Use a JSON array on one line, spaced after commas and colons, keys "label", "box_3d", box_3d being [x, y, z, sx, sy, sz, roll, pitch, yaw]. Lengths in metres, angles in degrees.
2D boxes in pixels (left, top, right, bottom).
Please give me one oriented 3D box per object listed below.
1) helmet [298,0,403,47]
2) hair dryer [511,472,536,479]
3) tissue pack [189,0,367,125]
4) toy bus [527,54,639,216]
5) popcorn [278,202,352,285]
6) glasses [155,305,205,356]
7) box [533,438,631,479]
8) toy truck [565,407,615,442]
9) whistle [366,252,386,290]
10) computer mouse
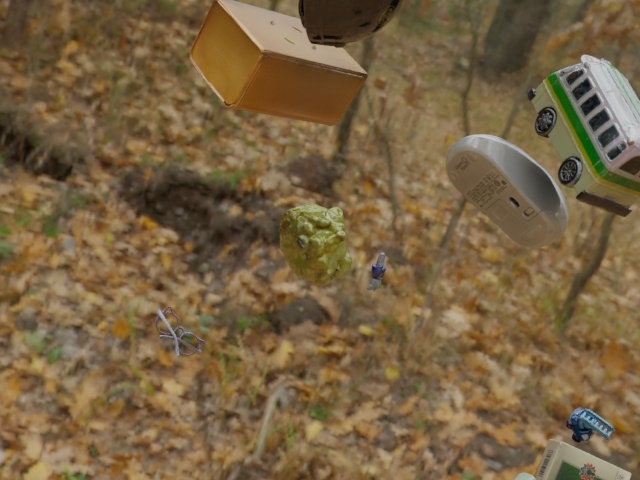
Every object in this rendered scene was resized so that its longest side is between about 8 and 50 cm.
[{"label": "helmet", "box_3d": [0.060, -0.432, 1.509, 0.160, 0.279, 0.230, 11, 18, 6]}, {"label": "hair dryer", "box_3d": [0.269, 0.398, 1.445, 0.038, 0.124, 0.063, 38, 16, 21]}, {"label": "tissue pack", "box_3d": [-0.080, -0.334, 1.895, 0.274, 0.145, 0.194, 3, 36, -43]}, {"label": "toy bus", "box_3d": [0.538, -0.218, 1.912, 0.143, 0.179, 0.305, 15, 42, -30]}, {"label": "popcorn", "box_3d": [-0.010, 0.003, 1.935, 0.142, 0.174, 0.173, 0, 23, -23]}, {"label": "glasses", "box_3d": [-0.322, 0.216, 2.232, 0.140, 0.062, 0.104, 48, -4, -8]}, {"label": "box", "box_3d": [0.522, 0.544, 2.050, 0.168, 0.212, 0.095, 25, -9, -2]}, {"label": "toy truck", "box_3d": [0.571, 0.392, 2.080, 0.056, 0.073, 0.090, -42, 22, -30]}, {"label": "whistle", "box_3d": [0.112, 0.063, 1.953, 0.033, 0.083, 0.029, -8, 29, -43]}, {"label": "computer mouse", "box_3d": [0.409, -0.118, 2.099, 0.297, 0.184, 0.121, 44, 64, 6]}]
